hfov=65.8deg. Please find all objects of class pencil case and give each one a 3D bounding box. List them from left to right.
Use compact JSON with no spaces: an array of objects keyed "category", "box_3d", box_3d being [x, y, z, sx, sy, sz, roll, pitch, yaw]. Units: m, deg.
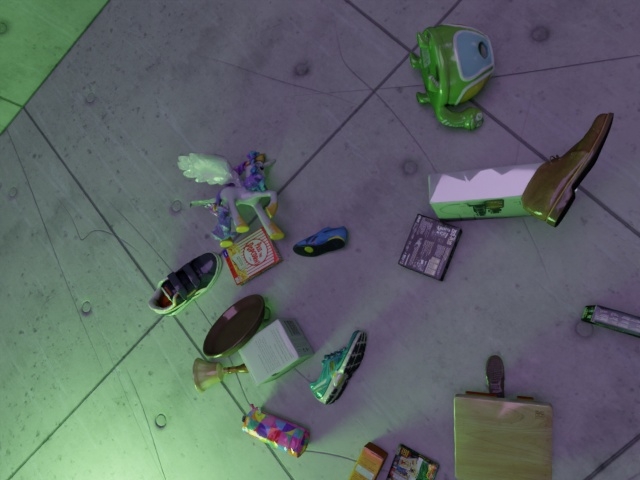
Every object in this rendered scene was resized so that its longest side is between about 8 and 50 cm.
[{"category":"pencil case","box_3d":[-0.154,0.649,1.685,0.237,0.104,0.104,17,88,20]}]

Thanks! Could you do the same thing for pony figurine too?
[{"category":"pony figurine","box_3d":[-0.313,-0.162,1.784,0.351,0.302,0.363,-9,60,-8]}]

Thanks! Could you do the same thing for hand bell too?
[{"category":"hand bell","box_3d":[-0.323,0.467,1.785,0.242,0.126,0.126,-11,78,6]}]

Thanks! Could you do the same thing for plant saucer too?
[{"category":"plant saucer","box_3d":[-0.297,0.304,1.734,0.278,0.278,0.041,-36,114,12]}]

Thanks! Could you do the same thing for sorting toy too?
[{"category":"sorting toy","box_3d":[0.524,0.565,1.428,0.257,0.089,0.255,0,98,19]}]

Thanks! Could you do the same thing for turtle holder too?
[{"category":"turtle holder","box_3d":[0.432,-0.535,1.578,0.228,0.243,0.320,-12,68,1]}]

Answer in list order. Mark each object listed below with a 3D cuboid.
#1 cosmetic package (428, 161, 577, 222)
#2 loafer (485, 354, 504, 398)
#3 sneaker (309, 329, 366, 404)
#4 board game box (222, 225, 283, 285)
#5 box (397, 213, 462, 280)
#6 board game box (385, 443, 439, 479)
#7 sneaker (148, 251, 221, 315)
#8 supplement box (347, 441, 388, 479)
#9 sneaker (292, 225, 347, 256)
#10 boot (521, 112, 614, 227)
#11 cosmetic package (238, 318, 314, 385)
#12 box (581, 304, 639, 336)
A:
[{"category":"cosmetic package","box_3d":[0.527,-0.134,1.455,0.378,0.284,0.097,-4,82,20]},{"category":"loafer","box_3d":[0.528,0.421,1.494,0.056,0.050,0.147,0,83,18]},{"category":"sneaker","box_3d":[0.056,0.411,1.645,0.110,0.107,0.275,35,94,31]},{"category":"board game box","box_3d":[-0.253,0.059,1.838,0.194,0.045,0.146,-31,73,13]},{"category":"box","box_3d":[0.356,0.023,1.603,0.147,0.077,0.180,21,90,22]},{"category":"board game box","box_3d":[0.262,0.789,1.538,0.136,0.030,0.259,20,89,28]},{"category":"sneaker","box_3d":[-0.515,0.167,1.877,0.321,0.127,0.126,-46,68,7]},{"category":"supplement box","box_3d":[0.128,0.770,1.573,0.080,0.078,0.233,24,90,22]},{"category":"sneaker","box_3d":[0.000,0.000,1.753,0.209,0.069,0.082,-15,44,26]},{"category":"boot","box_3d":[0.613,-0.192,1.229,0.115,0.112,0.305,34,97,31]},{"category":"cosmetic package","box_3d":[-0.152,0.378,1.696,0.184,0.151,0.151,-36,72,13]},{"category":"box","box_3d":[0.843,0.231,1.341,0.220,0.175,0.051,17,88,21]}]
